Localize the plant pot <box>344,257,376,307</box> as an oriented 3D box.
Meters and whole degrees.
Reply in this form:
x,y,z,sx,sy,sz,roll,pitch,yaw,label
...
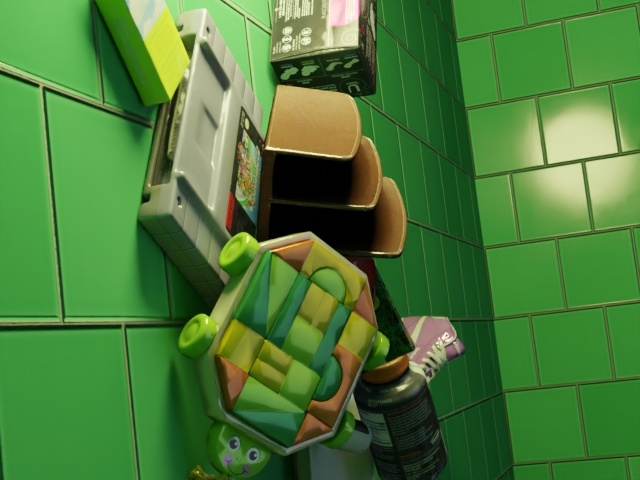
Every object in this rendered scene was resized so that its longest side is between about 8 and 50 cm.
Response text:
x,y,z,sx,sy,sz,roll,pitch,yaw,label
-0.011,0.111,1.524,0.191,0.191,0.174,15,70,-71,plant pot

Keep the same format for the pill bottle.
x,y,z,sx,sy,sz,roll,pitch,yaw,label
0.132,0.293,1.821,0.130,0.130,0.245,-68,145,-58,pill bottle

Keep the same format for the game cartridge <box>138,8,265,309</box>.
x,y,z,sx,sy,sz,roll,pitch,yaw,label
-0.146,-0.109,1.429,0.230,0.068,0.355,54,32,-48,game cartridge

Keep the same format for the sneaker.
x,y,z,sx,sy,sz,roll,pitch,yaw,label
0.221,0.259,2.232,0.282,0.161,0.102,-77,154,-46,sneaker

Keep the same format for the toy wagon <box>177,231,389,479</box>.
x,y,z,sx,sy,sz,roll,pitch,yaw,label
-0.053,0.165,1.337,0.267,0.068,0.344,37,65,-28,toy wagon

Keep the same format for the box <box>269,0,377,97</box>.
x,y,z,sx,sy,sz,roll,pitch,yaw,label
0.008,-0.380,1.861,0.142,0.163,0.247,61,27,-56,box

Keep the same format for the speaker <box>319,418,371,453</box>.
x,y,z,sx,sy,sz,roll,pitch,yaw,label
0.034,0.298,1.639,0.136,0.055,0.055,39,46,-64,speaker

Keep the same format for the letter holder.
x,y,z,sx,sy,sz,roll,pitch,yaw,label
0.026,-0.104,1.541,0.302,0.214,0.152,-87,-177,-66,letter holder

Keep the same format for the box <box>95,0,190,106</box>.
x,y,z,sx,sy,sz,roll,pitch,yaw,label
-0.219,-0.268,1.293,0.109,0.042,0.178,-77,152,-51,box

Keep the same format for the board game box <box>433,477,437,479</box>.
x,y,z,sx,sy,sz,roll,pitch,yaw,label
0.177,0.512,2.081,0.208,0.056,0.346,50,44,-52,board game box

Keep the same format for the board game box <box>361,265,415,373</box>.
x,y,z,sx,sy,sz,roll,pitch,yaw,label
0.032,0.081,1.654,0.259,0.136,0.030,64,9,-2,board game box

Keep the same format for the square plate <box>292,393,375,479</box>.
x,y,z,sx,sy,sz,roll,pitch,yaw,label
0.018,0.334,1.743,0.347,0.049,0.344,29,55,-68,square plate
